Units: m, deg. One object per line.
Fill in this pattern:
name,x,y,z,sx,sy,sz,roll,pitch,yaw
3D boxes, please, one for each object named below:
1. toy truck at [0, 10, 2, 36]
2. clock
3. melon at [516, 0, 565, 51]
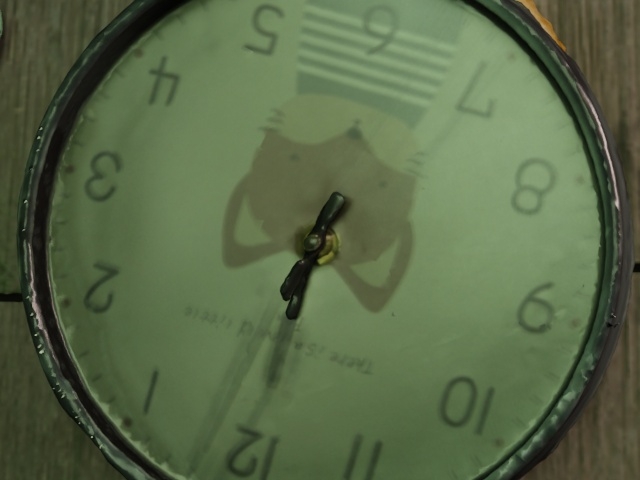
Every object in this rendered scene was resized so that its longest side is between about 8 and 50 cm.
toy truck,-0.226,-0.221,0.893,0.156,0.155,0.279,35,83,22
clock,0.000,0.000,0.818,0.325,0.067,0.325,0,89,11
melon,0.063,-0.163,0.894,0.098,0.054,0.182,-22,75,-5
